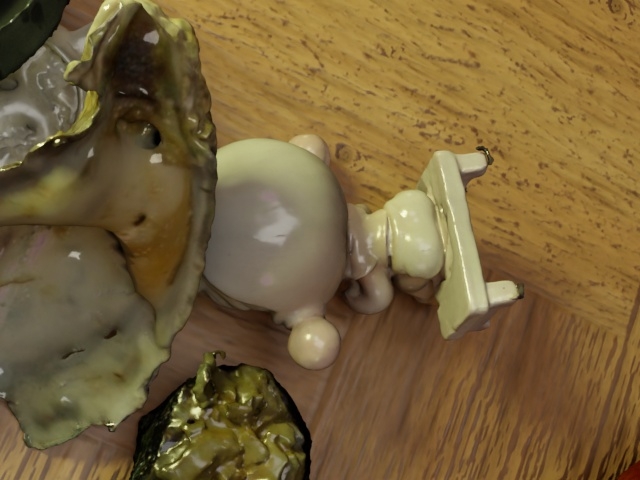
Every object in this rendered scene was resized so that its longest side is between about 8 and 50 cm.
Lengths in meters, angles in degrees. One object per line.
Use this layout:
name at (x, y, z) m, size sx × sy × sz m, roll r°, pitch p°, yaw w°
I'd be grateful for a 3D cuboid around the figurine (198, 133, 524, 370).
figurine at (0.003, 0.002, 0.728) m, size 0.256 × 0.144 × 0.182 m, roll 2°, pitch 84°, yaw -17°

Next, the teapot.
teapot at (-0.210, -0.093, 0.688) m, size 0.145 × 0.092 × 0.226 m, roll 47°, pitch 68°, yaw -11°

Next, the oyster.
oyster at (-0.166, 0.003, 0.626) m, size 0.271 × 0.275 × 0.100 m, roll -30°, pitch 48°, yaw -8°

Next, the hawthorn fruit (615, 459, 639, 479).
hawthorn fruit at (0.345, 0.258, 0.763) m, size 0.307 × 0.265 × 0.265 m, roll -29°, pitch 92°, yaw -44°

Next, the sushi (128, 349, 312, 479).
sushi at (-0.073, 0.194, 0.680) m, size 0.147 × 0.115 × 0.213 m, roll 34°, pitch 71°, yaw -12°

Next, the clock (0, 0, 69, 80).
clock at (-0.267, -0.169, 0.648) m, size 0.214 × 0.042 × 0.215 m, roll -2°, pitch 56°, yaw 2°
